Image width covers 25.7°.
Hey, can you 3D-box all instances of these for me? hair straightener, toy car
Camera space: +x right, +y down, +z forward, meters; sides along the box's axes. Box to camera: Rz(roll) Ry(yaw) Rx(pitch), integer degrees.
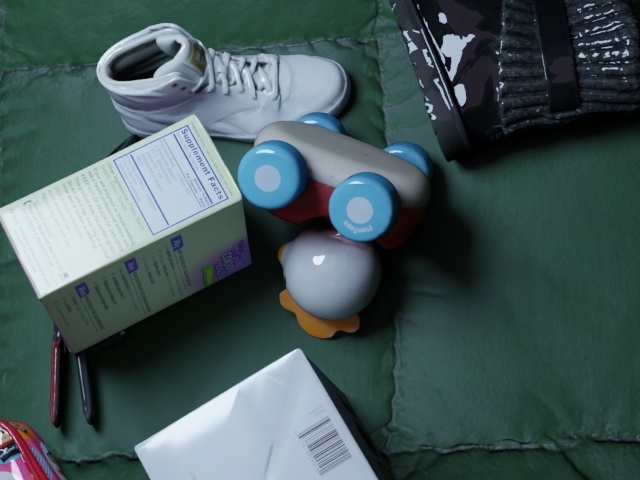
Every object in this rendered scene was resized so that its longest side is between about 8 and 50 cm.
[{"bbox_3d":[-0.278,0.110,1.684,0.089,0.047,0.230,-2,69,-1],"label":"hair straightener"},{"bbox_3d":[0.000,0.000,1.601,0.210,0.219,0.238,20,109,10],"label":"toy car"}]

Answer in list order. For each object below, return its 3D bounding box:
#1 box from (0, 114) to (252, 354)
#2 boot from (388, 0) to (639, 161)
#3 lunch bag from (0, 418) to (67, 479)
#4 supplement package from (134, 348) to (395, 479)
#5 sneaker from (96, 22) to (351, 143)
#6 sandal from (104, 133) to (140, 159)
[{"bbox_3d":[-0.214,-0.002,1.585,0.243,0.213,0.117,-26,71,-9],"label":"box"},{"bbox_3d":[0.224,-0.279,1.642,0.260,0.131,0.348,-19,83,12],"label":"boot"},{"bbox_3d":[-0.404,0.372,1.595,0.293,0.120,0.258,-36,76,1],"label":"lunch bag"},{"bbox_3d":[-0.033,0.266,1.472,0.198,0.263,0.199,-31,72,0],"label":"supplement package"},{"bbox_3d":[-0.116,-0.188,1.664,0.292,0.169,0.108,-6,72,7],"label":"sneaker"},{"bbox_3d":[-0.246,-0.076,1.675,0.040,0.179,0.067,43,111,-14],"label":"sandal"}]
